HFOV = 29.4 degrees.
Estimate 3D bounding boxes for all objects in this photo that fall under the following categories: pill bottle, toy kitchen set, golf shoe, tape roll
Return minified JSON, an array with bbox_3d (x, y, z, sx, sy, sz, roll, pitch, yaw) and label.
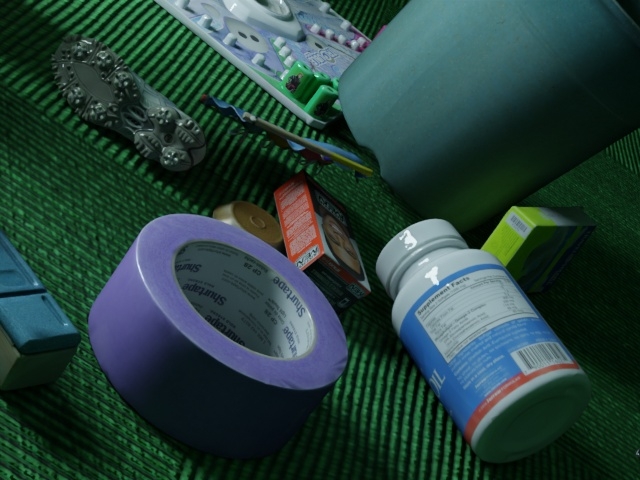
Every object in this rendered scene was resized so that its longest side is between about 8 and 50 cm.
[{"bbox_3d":[0.143,0.087,1.141,0.124,0.124,0.221,10,36,-43],"label":"pill bottle"},{"bbox_3d":[-0.235,0.005,0.758,0.122,0.166,0.207,48,28,23],"label":"toy kitchen set"},{"bbox_3d":[-0.184,-0.129,1.185,0.176,0.069,0.086,42,6,3],"label":"golf shoe"},{"bbox_3d":[-0.077,0.071,0.945,0.189,0.080,0.189,28,27,-16],"label":"tape roll"}]

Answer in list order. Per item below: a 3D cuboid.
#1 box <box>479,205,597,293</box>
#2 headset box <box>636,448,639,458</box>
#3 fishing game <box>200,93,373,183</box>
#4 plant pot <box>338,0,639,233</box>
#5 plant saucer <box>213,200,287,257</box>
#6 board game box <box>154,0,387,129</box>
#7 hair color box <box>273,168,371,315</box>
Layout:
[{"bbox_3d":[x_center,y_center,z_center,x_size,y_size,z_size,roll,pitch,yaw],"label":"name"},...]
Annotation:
[{"bbox_3d":[0.247,0.012,1.409,0.042,0.109,0.178,46,27,27],"label":"box"},{"bbox_3d":[0.504,0.271,1.275,0.283,0.131,0.246,7,39,-46],"label":"headset box"},{"bbox_3d":[-0.036,-0.097,1.246,0.189,0.041,0.264,24,3,-21],"label":"fishing game"},{"bbox_3d":[0.220,-0.202,1.427,0.341,0.334,0.341,38,29,-26],"label":"plant pot"},{"bbox_3d":[-0.063,-0.013,1.173,0.083,0.015,0.083,29,27,-17],"label":"plant saucer"},{"bbox_3d":[-0.074,-0.323,1.633,0.390,0.050,0.390,39,26,5],"label":"board game box"},{"bbox_3d":[0.000,0.000,1.181,0.072,0.043,0.141,40,21,-33],"label":"hair color box"}]
